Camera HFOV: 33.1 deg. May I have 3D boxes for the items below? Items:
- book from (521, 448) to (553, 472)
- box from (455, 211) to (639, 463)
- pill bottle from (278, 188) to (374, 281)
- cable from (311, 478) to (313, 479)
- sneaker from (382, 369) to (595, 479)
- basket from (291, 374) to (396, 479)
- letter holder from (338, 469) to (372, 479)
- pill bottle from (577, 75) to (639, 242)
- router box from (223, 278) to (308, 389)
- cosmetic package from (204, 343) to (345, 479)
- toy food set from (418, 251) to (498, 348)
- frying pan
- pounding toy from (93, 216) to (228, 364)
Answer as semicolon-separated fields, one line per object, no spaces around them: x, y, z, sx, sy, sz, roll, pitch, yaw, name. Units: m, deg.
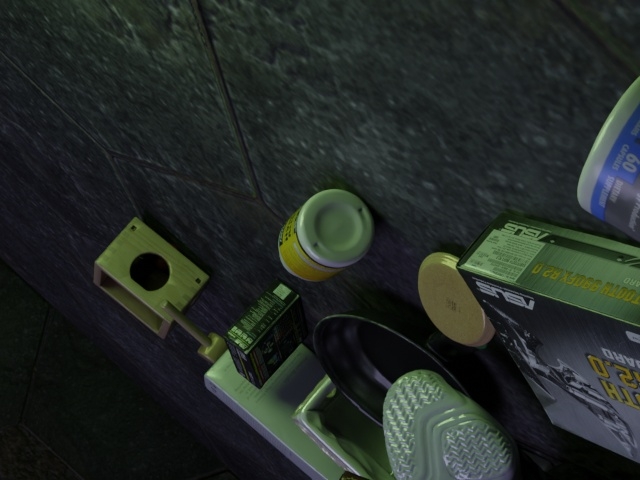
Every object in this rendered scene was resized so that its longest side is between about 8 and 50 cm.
0.218;0.260;1.121;0.096;0.035;0.144;17;148;46;book
0.214;0.082;0.674;0.231;0.056;0.183;20;151;50;box
0.000;0.000;0.915;0.065;0.065;0.116;43;162;-2;pill bottle
0.091;0.361;1.518;0.257;0.089;0.257;29;157;33;cable
0.162;0.216;0.944;0.268;0.101;0.153;50;-162;6;sneaker
0.060;0.209;1.197;0.167;0.113;0.103;43;166;-3;basket
0.130;0.391;1.045;0.302;0.214;0.152;16;154;18;letter holder
0.190;-0.015;0.468;0.137;0.078;0.078;33;160;24;pill bottle
-0.062;0.110;1.251;0.038;0.092;0.122;35;160;20;router box
-0.025;0.211;1.370;0.231;0.117;0.085;40;163;10;cosmetic package
0.108;0.046;0.829;0.082;0.020;0.083;16;127;50;toy food set
0.078;0.097;0.996;0.197;0.053;0.326;29;148;21;frying pan
-0.188;0.067;1.416;0.206;0.094;0.181;39;161;0;pounding toy
